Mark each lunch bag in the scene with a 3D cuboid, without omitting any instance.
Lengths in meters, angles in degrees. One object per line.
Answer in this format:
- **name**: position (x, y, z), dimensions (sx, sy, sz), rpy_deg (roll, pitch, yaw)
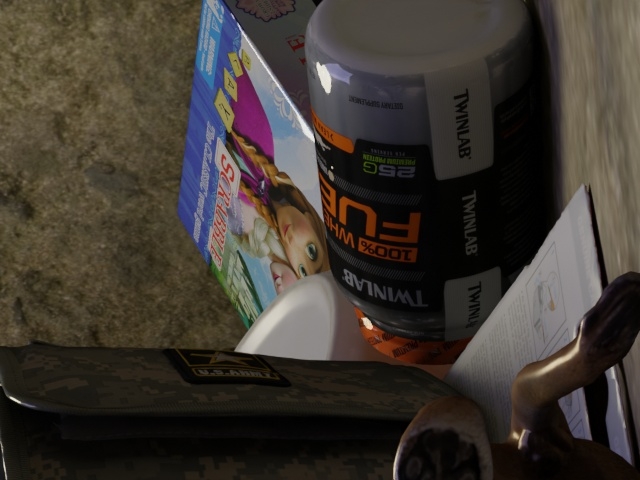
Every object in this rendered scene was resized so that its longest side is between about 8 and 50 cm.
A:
- **lunch bag**: position (-0.042, 0.153, 0.897), dimensions (0.287, 0.235, 0.169), rpy_deg (-105, 25, -44)

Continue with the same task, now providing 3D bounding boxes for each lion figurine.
- **lion figurine**: position (0.086, 0.193, 0.689), dimensions (0.240, 0.142, 0.392), rpy_deg (-36, -46, -81)

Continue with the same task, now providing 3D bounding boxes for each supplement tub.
- **supplement tub**: position (0.057, -0.036, 0.991), dimensions (0.117, 0.117, 0.190), rpy_deg (-95, -1, -56)

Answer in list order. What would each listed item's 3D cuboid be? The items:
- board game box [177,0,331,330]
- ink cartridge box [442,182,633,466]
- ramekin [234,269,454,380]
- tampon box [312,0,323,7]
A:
- **board game box**: position (0.000, 0.000, 1.445), dimensions (0.318, 0.066, 0.318), rpy_deg (56, 156, 25)
- **ink cartridge box**: position (0.116, 0.111, 0.873), dimensions (0.232, 0.066, 0.189), rpy_deg (122, 147, -56)
- **ramekin**: position (0.007, 0.142, 1.158), dimensions (0.273, 0.127, 0.273), rpy_deg (-53, 20, 29)
- **tampon box**: position (0.050, -0.121, 1.503), dimensions (0.101, 0.120, 0.161), rpy_deg (-97, 0, -54)
